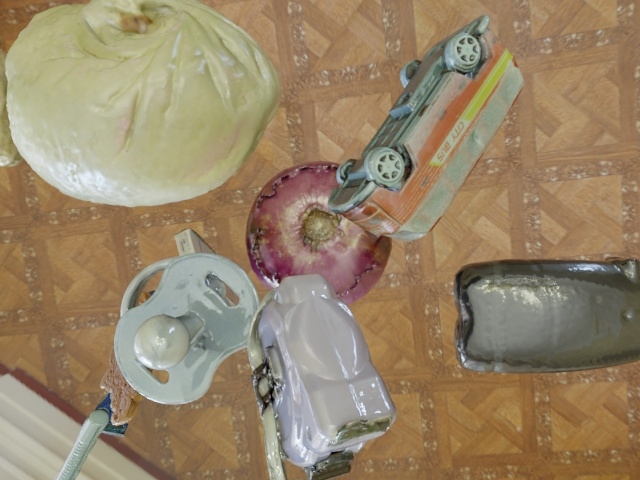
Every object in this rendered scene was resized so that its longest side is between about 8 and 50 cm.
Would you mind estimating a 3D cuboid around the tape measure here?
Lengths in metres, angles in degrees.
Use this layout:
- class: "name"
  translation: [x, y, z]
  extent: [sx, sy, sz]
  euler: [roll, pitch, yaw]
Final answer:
- class: "tape measure"
  translation: [-0.017, 0.146, 0.472]
  extent: [0.105, 0.196, 0.178]
  euler: [-7, 132, -23]

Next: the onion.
- class: "onion"
  translation: [-0.009, -0.017, 1.121]
  extent: [0.358, 0.345, 0.359]
  euler: [-2, 100, -12]

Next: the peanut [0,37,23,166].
- class: "peanut"
  translation: [-0.437, -0.187, 0.604]
  extent: [0.082, 0.082, 0.187]
  euler: [19, 120, 2]

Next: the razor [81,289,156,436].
- class: "razor"
  translation: [-0.440, 0.268, 1.043]
  extent: [0.093, 0.056, 0.324]
  euler: [31, 61, -37]

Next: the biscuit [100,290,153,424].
- class: "biscuit"
  translation: [-0.388, 0.237, 0.949]
  extent: [0.183, 0.280, 0.043]
  euler: [-23, 140, 27]

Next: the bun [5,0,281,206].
- class: "bun"
  translation: [-0.165, -0.148, 0.425]
  extent: [0.243, 0.244, 0.153]
  euler: [5, 131, 5]

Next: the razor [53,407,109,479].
- class: "razor"
  translation: [-0.255, 0.246, 0.452]
  extent: [0.035, 0.084, 0.211]
  euler: [27, 108, 1]

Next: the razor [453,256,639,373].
- class: "razor"
  translation: [0.409, 0.130, 0.813]
  extent: [0.348, 0.113, 0.205]
  euler: [-3, 90, 1]

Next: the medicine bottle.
- class: "medicine bottle"
  translation: [-0.279, 0.080, 1.135]
  extent: [0.052, 0.201, 0.171]
  euler: [-35, 134, 2]

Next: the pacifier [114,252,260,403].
- class: "pacifier"
  translation: [-0.257, 0.152, 0.792]
  extent: [0.244, 0.233, 0.299]
  euler: [41, 91, -2]

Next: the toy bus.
- class: "toy bus"
  translation: [0.123, -0.117, 0.531]
  extent: [0.119, 0.121, 0.265]
  euler: [37, 81, -17]
